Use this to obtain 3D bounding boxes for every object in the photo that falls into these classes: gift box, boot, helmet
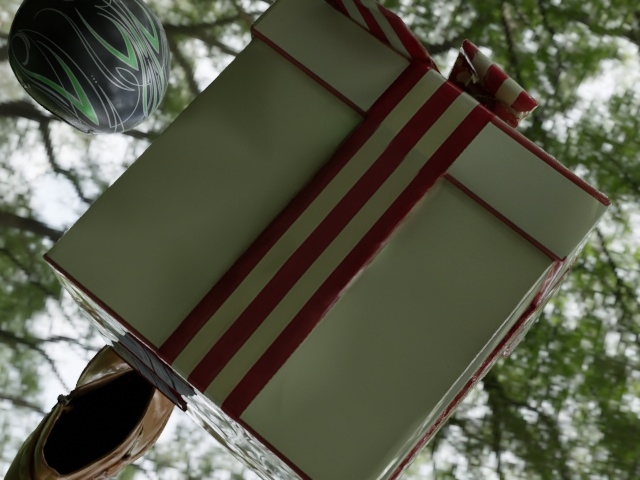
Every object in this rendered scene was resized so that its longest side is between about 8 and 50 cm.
[{"bbox_3d":[0.000,0.000,0.724,0.258,0.276,0.255,-47,172,-14],"label":"gift box"},{"bbox_3d":[-0.196,0.148,1.099,0.283,0.109,0.220,-47,176,-35],"label":"boot"},{"bbox_3d":[-0.246,-0.203,1.296,0.169,0.162,0.169,-52,166,-18],"label":"helmet"}]
